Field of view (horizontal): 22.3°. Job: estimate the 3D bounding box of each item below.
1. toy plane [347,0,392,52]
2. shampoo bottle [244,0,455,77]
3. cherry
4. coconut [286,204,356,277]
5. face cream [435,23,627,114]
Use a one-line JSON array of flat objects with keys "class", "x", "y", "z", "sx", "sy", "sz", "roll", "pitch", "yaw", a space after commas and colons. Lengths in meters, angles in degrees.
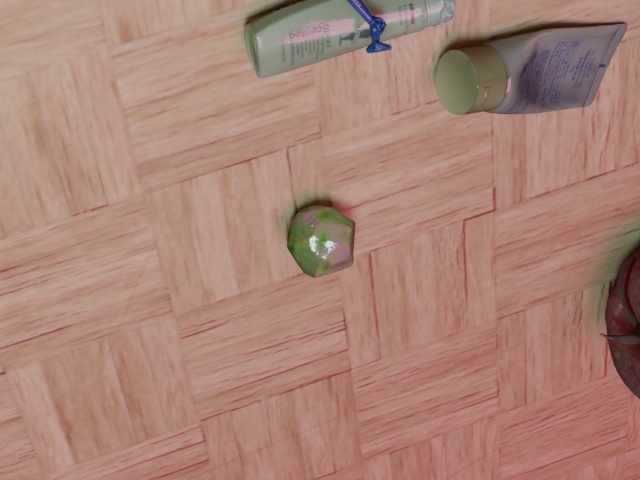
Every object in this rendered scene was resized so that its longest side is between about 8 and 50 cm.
[{"class": "toy plane", "x": 0.014, "y": -0.249, "z": 1.551, "sx": 0.167, "sy": 0.054, "sz": 0.062, "roll": 49, "pitch": 61, "yaw": -25}, {"class": "shampoo bottle", "x": 0.030, "y": -0.218, "z": 1.619, "sx": 0.212, "sy": 0.049, "sz": 0.072, "roll": -17, "pitch": 133, "yaw": -11}, {"class": "cherry", "x": 0.467, "y": 0.101, "z": 2.038, "sx": 0.285, "sy": 0.213, "sz": 0.236, "roll": -11, "pitch": 145, "yaw": -30}, {"class": "coconut", "x": 0.000, "y": 0.000, "z": 1.799, "sx": 0.081, "sy": 0.083, "sz": 0.082, "roll": -11, "pitch": 114, "yaw": -32}, {"class": "face cream", "x": 0.231, "y": -0.182, "z": 1.762, "sx": 0.224, "sy": 0.070, "sz": 0.114, "roll": -12, "pitch": 138, "yaw": -34}]
